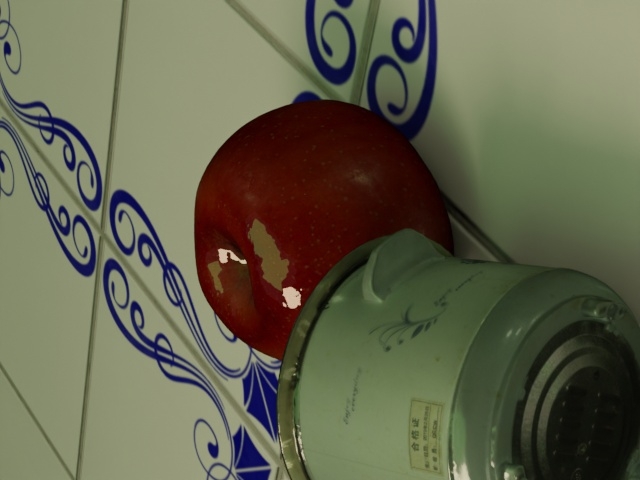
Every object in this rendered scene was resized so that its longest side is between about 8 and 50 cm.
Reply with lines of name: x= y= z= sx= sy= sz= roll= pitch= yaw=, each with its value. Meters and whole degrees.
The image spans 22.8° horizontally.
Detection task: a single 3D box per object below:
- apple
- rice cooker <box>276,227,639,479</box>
apple: x=0.000 y=0.000 z=1.536 sx=0.260 sy=0.216 sz=0.260 roll=33 pitch=131 yaw=47
rice cooker: x=0.113 y=0.134 z=1.333 sx=0.316 sy=0.264 sz=0.317 roll=28 pitch=136 yaw=31
